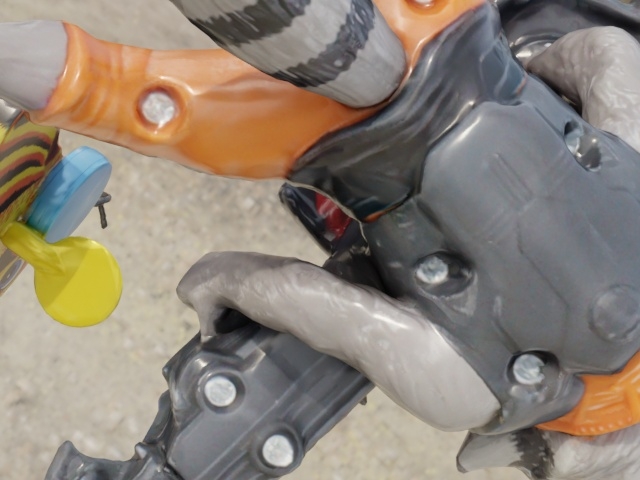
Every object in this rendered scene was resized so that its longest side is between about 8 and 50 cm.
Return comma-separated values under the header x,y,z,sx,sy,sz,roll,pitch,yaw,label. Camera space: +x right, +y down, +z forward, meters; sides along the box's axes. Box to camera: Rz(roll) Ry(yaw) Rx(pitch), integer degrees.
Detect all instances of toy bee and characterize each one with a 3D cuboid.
x,y,z,sx,sy,sz,roll,pitch,yaw,label
-0.199,-0.004,0.825,0.195,0.162,0.298,30,-12,25,toy bee

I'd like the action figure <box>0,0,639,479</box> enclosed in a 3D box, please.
x,y,z,sx,sy,sz,roll,pitch,yaw,label
0.000,0.000,0.464,0.330,0.341,0.178,41,-3,-23,action figure
